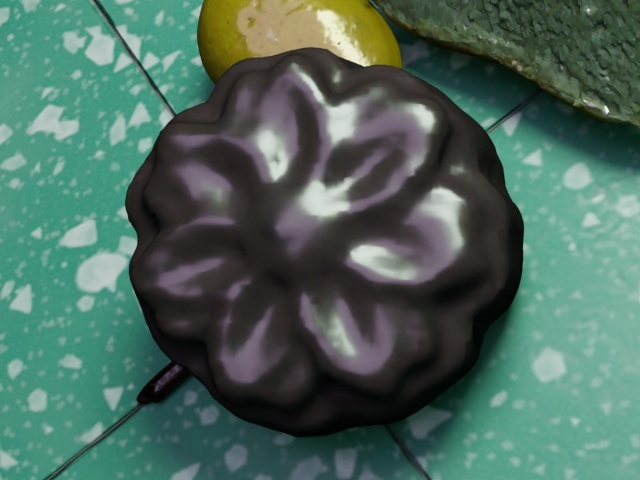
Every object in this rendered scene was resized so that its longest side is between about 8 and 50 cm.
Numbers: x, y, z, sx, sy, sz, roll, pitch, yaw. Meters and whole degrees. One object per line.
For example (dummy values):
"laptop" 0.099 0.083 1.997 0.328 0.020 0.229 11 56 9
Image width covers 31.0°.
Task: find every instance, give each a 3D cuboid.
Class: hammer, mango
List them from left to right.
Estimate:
"hammer" -0.078 0.077 0.925 0.178 0.021 0.065 -40 59 3
"mango" -0.015 -0.157 0.963 0.195 0.098 0.137 41 88 20

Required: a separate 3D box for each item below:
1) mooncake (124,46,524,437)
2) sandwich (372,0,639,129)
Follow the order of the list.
"mooncake" 0.000 0.000 0.827 0.283 0.141 0.283 -2 83 16
"sandwich" 0.163 -0.245 0.840 0.301 0.271 0.099 30 38 30
